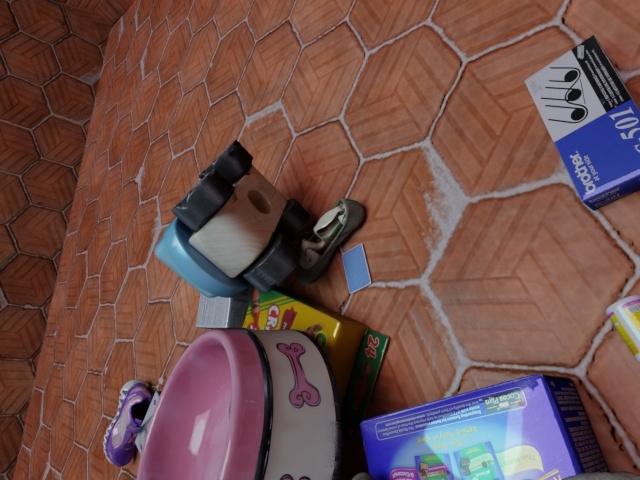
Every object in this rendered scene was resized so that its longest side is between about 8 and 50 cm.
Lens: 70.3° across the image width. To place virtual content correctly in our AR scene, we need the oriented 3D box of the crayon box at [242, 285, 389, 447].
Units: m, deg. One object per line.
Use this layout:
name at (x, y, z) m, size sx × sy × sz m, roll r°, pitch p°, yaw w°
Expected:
crayon box at (-0.037, 0.216, 0.852) m, size 0.318 × 0.081 × 0.203 m, roll 15°, pitch 88°, yaw 48°

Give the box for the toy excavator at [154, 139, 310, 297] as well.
toy excavator at (-0.251, 0.000, 0.998) m, size 0.445 × 0.222 × 0.433 m, roll -37°, pitch 20°, yaw 25°

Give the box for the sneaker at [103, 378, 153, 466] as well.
sneaker at (-0.528, 0.519, 1.272) m, size 0.104 × 0.095 × 0.237 m, roll 9°, pitch 83°, yaw 40°

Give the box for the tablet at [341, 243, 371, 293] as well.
tablet at (0.067, 0.053, 0.850) m, size 0.054 × 0.006 × 0.084 m, roll -32°, pitch 56°, yaw 36°

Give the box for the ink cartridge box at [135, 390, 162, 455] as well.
ink cartridge box at (-0.409, 0.544, 1.165) m, size 0.223 × 0.045 × 0.224 m, roll 27°, pitch 98°, yaw 47°

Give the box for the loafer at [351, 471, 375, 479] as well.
loafer at (0.032, 0.417, 0.577) m, size 0.084 × 0.096 × 0.268 m, roll -98°, pitch 25°, yaw -67°

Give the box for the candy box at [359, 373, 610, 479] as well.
candy box at (0.205, 0.346, 0.520) m, size 0.268 × 0.122 × 0.318 m, roll -31°, pitch 55°, yaw 35°

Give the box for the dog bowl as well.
dog bowl at (-0.149, 0.319, 0.698) m, size 0.408 × 0.150 × 0.409 m, roll -39°, pitch 39°, yaw 40°

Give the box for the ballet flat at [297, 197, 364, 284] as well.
ballet flat at (0.000, 0.000, 0.893) m, size 0.213 × 0.068 × 0.072 m, roll -51°, pitch 46°, yaw 23°

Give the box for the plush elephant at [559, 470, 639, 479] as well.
plush elephant at (0.184, 0.313, 0.295) m, size 0.255 × 0.330 × 0.272 m, roll -18°, pitch 54°, yaw 17°

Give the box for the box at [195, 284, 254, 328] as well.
box at (-0.225, 0.149, 1.080) m, size 0.137 × 0.072 × 0.126 m, roll -9°, pitch 70°, yaw 44°

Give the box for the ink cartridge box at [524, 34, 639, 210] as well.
ink cartridge box at (0.352, -0.153, 0.585) m, size 0.097 × 0.046 × 0.207 m, roll -32°, pitch 56°, yaw 37°

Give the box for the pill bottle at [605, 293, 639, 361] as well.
pill bottle at (0.356, 0.104, 0.497) m, size 0.043 × 0.043 × 0.083 m, roll -39°, pitch 52°, yaw 31°
